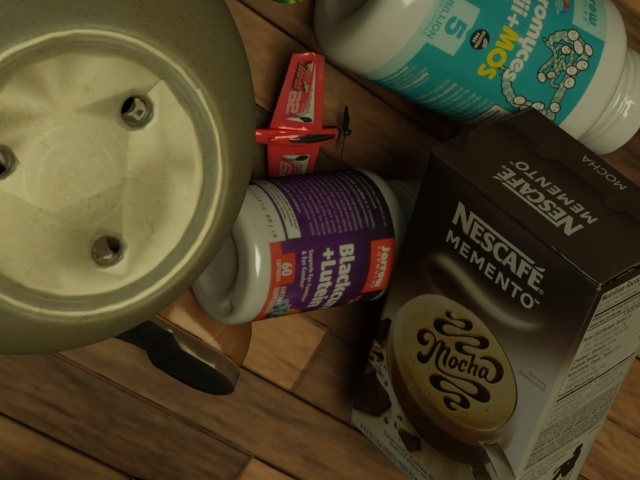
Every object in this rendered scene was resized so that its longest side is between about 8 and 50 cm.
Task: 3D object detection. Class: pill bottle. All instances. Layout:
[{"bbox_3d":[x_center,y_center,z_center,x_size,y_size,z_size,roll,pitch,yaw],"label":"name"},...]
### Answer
[{"bbox_3d":[0.137,-0.158,1.135,0.264,0.146,0.146,22,95,-27],"label":"pill bottle"},{"bbox_3d":[0.000,0.000,1.128,0.194,0.108,0.108,-9,108,-34],"label":"pill bottle"}]

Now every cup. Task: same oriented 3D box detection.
[{"bbox_3d":[-0.172,-0.065,0.880,0.331,0.237,0.331,-6,106,-21],"label":"cup"}]

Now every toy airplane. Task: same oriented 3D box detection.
[{"bbox_3d":[-0.045,-0.081,1.143,0.151,0.028,0.151,-13,125,-19],"label":"toy airplane"}]

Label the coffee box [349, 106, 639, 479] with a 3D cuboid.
[{"bbox_3d":[0.144,0.071,1.112,0.119,0.168,0.297,-24,143,-36],"label":"coffee box"}]

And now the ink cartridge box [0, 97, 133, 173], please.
[{"bbox_3d":[-0.199,-0.130,1.031,0.193,0.088,0.234,-11,108,-22],"label":"ink cartridge box"}]

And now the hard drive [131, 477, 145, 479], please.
[{"bbox_3d":[-0.115,0.347,1.062,0.064,0.339,0.236,20,97,-26],"label":"hard drive"}]

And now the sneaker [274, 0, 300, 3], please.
[{"bbox_3d":[-0.089,-0.292,0.990,0.123,0.109,0.295,-29,96,-41],"label":"sneaker"}]

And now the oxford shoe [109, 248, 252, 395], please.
[{"bbox_3d":[-0.142,0.036,1.125,0.212,0.076,0.076,38,58,-25],"label":"oxford shoe"}]
